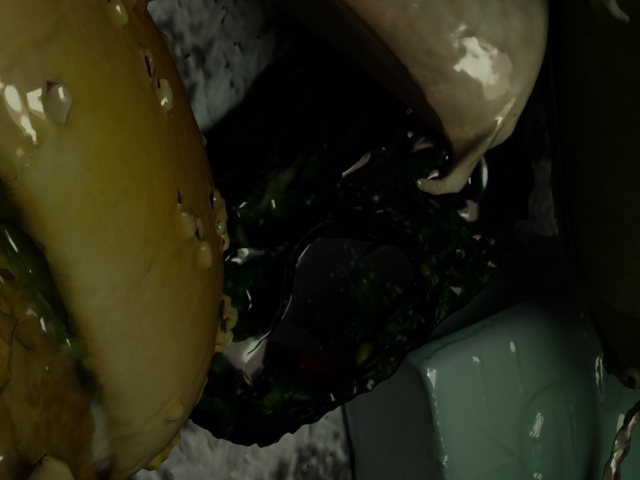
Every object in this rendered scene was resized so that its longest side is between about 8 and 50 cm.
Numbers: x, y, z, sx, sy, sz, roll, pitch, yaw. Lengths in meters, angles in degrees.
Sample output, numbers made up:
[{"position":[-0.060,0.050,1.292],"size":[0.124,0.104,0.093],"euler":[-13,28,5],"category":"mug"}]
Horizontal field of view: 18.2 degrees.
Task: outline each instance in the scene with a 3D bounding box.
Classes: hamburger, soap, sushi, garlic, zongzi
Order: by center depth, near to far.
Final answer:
[{"position":[-0.172,-0.019,0.671],"size":[0.268,0.287,0.445],"euler":[-36,126,-16],"category":"hamburger"},{"position":[0.007,-0.134,0.856],"size":[0.164,0.245,0.145],"euler":[-35,166,-46],"category":"garlic"},{"position":[0.000,0.000,0.934],"size":[0.225,0.127,0.124],"euler":[-41,121,-26],"category":"sushi"},{"position":[0.180,-0.104,0.974],"size":[0.181,0.418,0.447],"euler":[-5,138,-2],"category":"zongzi"},{"position":[0.127,0.081,1.081],"size":[0.230,0.091,0.145],"euler":[-22,114,-32],"category":"soap"}]
